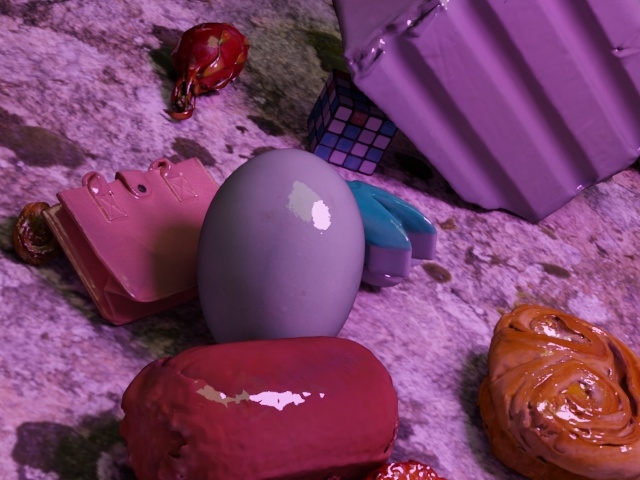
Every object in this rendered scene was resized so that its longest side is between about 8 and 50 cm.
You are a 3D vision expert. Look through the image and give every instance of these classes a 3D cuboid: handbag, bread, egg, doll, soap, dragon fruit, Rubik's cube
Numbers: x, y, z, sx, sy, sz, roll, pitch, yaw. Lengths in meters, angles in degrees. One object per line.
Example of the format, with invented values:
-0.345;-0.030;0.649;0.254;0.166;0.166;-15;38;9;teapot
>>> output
-0.174;-0.008;1.421;0.212;0.059;0.157;-20;72;-50;handbag
0.274;0.177;1.480;0.198;0.120;0.236;20;34;-11;bread
-0.040;0.021;1.354;0.168;0.230;0.168;7;-6;1;egg
0.017;-0.006;1.543;0.195;0.153;0.258;-14;32;-24;doll
0.260;-0.247;1.801;0.435;0.350;0.213;45;15;-40;soap
-0.158;-0.224;1.749;0.094;0.094;0.190;30;44;3;dragon fruit
0.043;-0.158;1.797;0.092;0.092;0.092;17;35;-17;Rubik's cube

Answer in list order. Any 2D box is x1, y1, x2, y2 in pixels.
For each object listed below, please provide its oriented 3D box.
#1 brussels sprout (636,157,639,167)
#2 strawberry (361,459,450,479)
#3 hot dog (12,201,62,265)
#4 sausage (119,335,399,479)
0.586;-0.197;2.170;0.244;0.244;0.244;20;33;-14;brussels sprout
0.082;0.273;1.228;0.145;0.086;0.145;21;38;-17;strawberry
-0.287;-0.010;1.392;0.058;0.035;0.083;33;31;-10;hot dog
-0.050;0.162;1.228;0.280;0.152;0.152;0;42;-38;sausage
